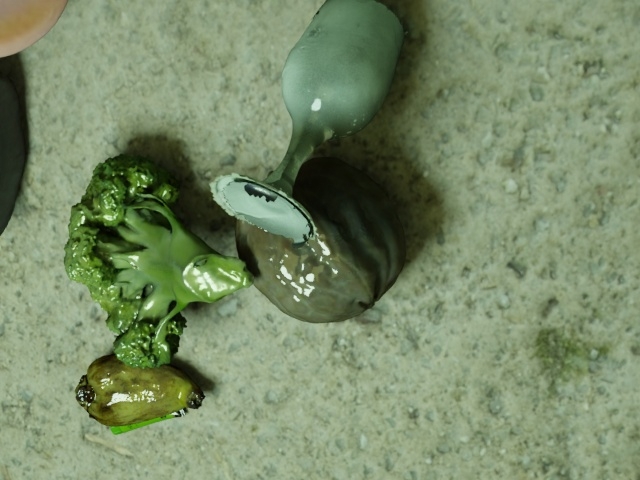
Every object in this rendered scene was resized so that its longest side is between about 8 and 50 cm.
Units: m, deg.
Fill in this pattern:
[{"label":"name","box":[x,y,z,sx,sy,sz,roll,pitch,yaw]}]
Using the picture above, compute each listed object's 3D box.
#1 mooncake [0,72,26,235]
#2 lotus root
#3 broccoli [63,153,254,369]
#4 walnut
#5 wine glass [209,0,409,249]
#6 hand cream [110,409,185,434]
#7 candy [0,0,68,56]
[{"label":"mooncake","box":[-0.544,-0.109,1.920,0.154,0.306,0.306,13,111,25]},{"label":"lotus root","box":[-0.254,0.218,2.035,0.190,0.094,0.108,-1,111,8]},{"label":"broccoli","box":[-0.246,0.048,1.868,0.186,0.302,0.254,4,122,-27]},{"label":"walnut","box":[0.000,0.000,1.821,0.224,0.224,0.224,6,109,17]},{"label":"wine glass","box":[-0.005,-0.153,1.714,0.143,0.321,0.143,24,155,12]},{"label":"hand cream","box":[-0.257,0.261,2.085,0.122,0.023,0.036,-21,88,20]},{"label":"candy","box":[-0.457,-0.363,1.845,0.255,0.094,0.255,-7,108,-21]}]
